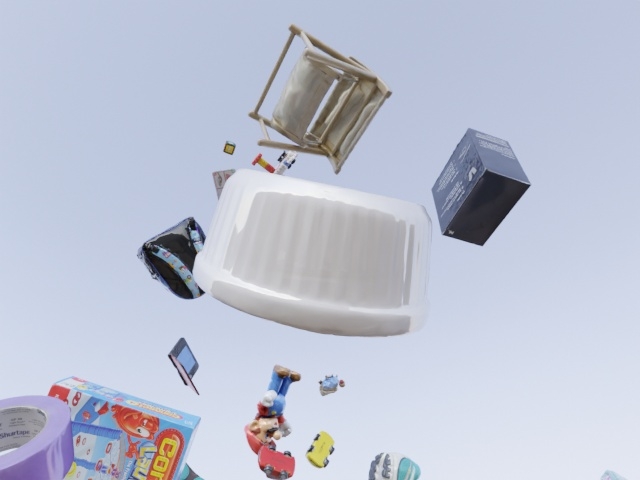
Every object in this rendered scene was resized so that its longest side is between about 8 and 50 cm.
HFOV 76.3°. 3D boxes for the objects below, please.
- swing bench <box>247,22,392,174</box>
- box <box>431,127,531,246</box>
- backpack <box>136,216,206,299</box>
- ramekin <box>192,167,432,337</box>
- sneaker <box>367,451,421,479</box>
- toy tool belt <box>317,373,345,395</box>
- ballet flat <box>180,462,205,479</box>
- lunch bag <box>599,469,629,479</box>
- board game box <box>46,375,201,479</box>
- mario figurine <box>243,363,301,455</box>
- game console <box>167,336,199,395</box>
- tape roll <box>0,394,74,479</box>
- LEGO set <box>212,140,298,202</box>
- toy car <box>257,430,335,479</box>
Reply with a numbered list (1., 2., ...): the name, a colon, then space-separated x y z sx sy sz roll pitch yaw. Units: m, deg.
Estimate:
1. swing bench: -0.006 -0.336 1.011 0.254 0.165 0.253 13 -51 -32
2. box: 0.298 -0.102 0.785 0.093 0.158 0.156 16 -49 -7
3. backpack: -0.326 0.054 0.973 0.116 0.158 0.173 -23 -77 53
4. ramekin: 0.000 0.000 0.469 0.272 0.273 0.127 11 -83 -5
5. sneaker: 0.151 0.586 0.827 0.109 0.276 0.107 22 -24 -15
6. toy tool belt: 0.033 0.415 1.186 0.083 0.052 0.051 -15 -67 -18
7. ballet flat: -0.363 0.654 1.077 0.280 0.095 0.096 41 -72 18
8. lunch bag: 0.350 0.420 0.463 0.224 0.107 0.280 30 -98 -57
9. board game box: -0.449 0.482 0.836 0.301 0.086 0.309 18 -102 -3
10. mario figurine: -0.159 0.648 1.528 0.197 0.170 0.321 26 -105 -17
11. game console: -0.418 0.402 1.308 0.085 0.124 0.144 -4 -60 19
12. tape roll: -0.486 0.323 0.618 0.188 0.189 0.080 2 -78 0
13. LEGO set: -0.130 -0.095 0.868 0.182 0.060 0.245 -10 -63 -7
14. toy car: -0.029 0.593 0.983 0.238 0.225 0.053 8 -53 -41
